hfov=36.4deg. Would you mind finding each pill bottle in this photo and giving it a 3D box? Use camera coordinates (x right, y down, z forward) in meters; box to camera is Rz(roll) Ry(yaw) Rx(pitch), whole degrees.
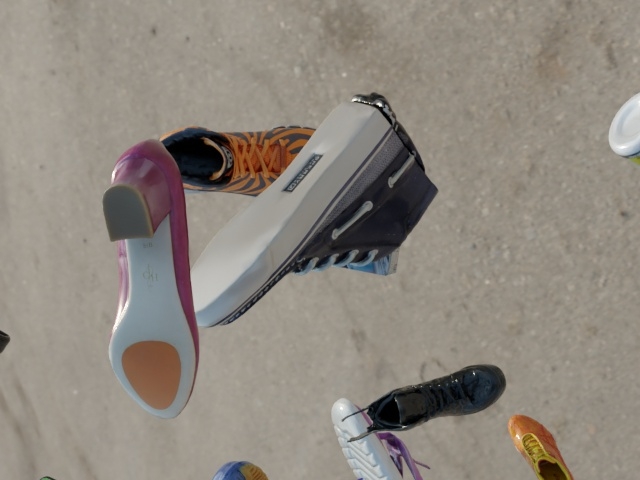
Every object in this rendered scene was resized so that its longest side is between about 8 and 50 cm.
[{"bbox_3d":[0.507,-0.128,1.378,0.103,0.184,0.103,-49,25,32],"label":"pill bottle"}]

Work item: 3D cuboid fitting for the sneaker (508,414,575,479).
[{"bbox_3d":[0.360,0.345,1.579,0.067,0.064,0.175,47,-174,-46],"label":"sneaker"}]

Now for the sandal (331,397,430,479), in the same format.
[{"bbox_3d":[0.148,0.436,1.736,0.416,0.102,0.169,61,158,-14],"label":"sandal"}]

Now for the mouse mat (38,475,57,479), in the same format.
[{"bbox_3d":[-0.408,0.408,1.327,0.153,0.189,0.007,6,135,47],"label":"mouse mat"}]

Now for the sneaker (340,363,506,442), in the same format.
[{"bbox_3d":[0.112,0.179,1.060,0.170,0.089,0.051,-23,80,34],"label":"sneaker"}]

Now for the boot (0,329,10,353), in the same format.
[{"bbox_3d":[-0.613,0.166,1.501,0.088,0.244,0.176,31,97,52],"label":"boot"}]

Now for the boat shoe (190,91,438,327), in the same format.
[{"bbox_3d":[0.000,0.000,1.131,0.158,0.340,0.127,48,170,-30],"label":"boat shoe"}]

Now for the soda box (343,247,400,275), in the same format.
[{"bbox_3d":[0.011,-0.001,1.272,0.183,0.058,0.063,10,95,17],"label":"soda box"}]

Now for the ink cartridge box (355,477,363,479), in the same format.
[{"bbox_3d":[0.010,0.456,1.339,0.045,0.208,0.206,-23,82,59],"label":"ink cartridge box"}]

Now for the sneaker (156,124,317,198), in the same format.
[{"bbox_3d":[-0.112,-0.115,1.488,0.180,0.321,0.124,-148,52,-84],"label":"sneaker"}]

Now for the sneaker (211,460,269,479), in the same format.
[{"bbox_3d":[-0.140,0.375,1.154,0.131,0.112,0.296,26,117,33],"label":"sneaker"}]

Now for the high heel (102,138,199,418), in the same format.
[{"bbox_3d":[-0.145,0.035,0.868,0.117,0.082,0.244,-75,-22,-63],"label":"high heel"}]
